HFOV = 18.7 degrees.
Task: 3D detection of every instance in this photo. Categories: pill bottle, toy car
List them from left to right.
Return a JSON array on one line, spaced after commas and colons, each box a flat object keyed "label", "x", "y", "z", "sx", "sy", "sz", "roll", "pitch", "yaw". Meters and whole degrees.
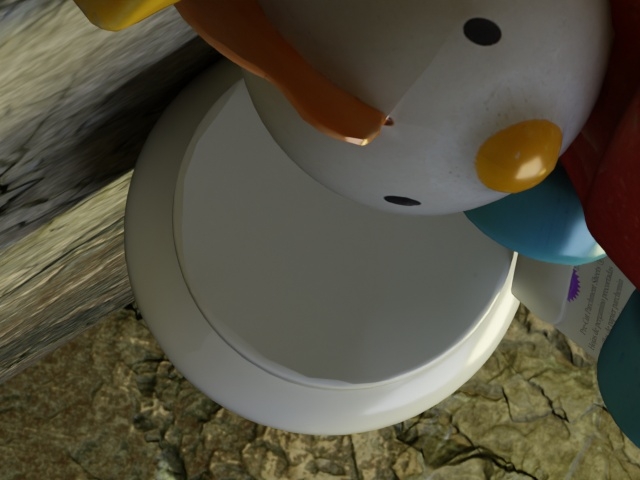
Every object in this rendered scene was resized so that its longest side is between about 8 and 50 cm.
[{"label": "pill bottle", "x": 0.000, "y": 0.000, "z": 0.948, "sx": 0.188, "sy": 0.188, "sz": 0.334, "roll": -33, "pitch": 179, "yaw": -5}, {"label": "toy car", "x": 0.066, "y": -0.050, "z": 0.588, "sx": 0.238, "sy": 0.210, "sz": 0.219, "roll": -5, "pitch": 136, "yaw": -32}]

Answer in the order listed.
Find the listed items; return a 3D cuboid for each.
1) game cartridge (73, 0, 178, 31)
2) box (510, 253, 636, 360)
[{"label": "game cartridge", "x": 0.119, "y": -0.175, "z": 0.382, "sx": 0.323, "sy": 0.053, "sz": 0.285, "roll": -35, "pitch": -179, "yaw": -42}, {"label": "box", "x": 0.215, "y": -0.061, "z": 0.835, "sx": 0.324, "sy": 0.063, "sz": 0.067, "roll": -35, "pitch": 148, "yaw": -28}]
